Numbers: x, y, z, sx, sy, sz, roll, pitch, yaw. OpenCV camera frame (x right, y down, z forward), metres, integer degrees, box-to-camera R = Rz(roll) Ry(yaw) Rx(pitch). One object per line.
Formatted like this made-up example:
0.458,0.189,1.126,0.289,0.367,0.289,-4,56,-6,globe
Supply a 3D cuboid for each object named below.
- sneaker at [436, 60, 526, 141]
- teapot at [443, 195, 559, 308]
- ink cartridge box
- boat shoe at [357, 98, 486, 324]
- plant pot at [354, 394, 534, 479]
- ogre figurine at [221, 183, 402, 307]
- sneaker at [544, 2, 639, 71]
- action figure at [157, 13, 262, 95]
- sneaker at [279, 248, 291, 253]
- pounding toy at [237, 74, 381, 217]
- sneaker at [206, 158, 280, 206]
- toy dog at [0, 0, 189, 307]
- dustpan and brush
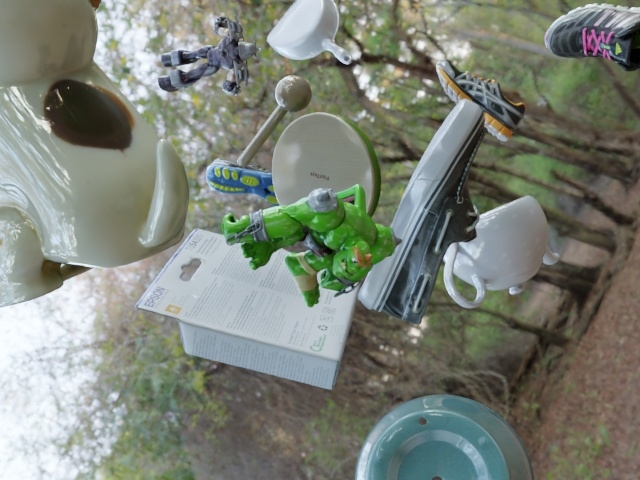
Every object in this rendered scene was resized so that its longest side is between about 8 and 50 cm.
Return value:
0.322,-0.296,1.669,0.083,0.215,0.084,-47,-10,5,sneaker
0.381,0.029,1.766,0.252,0.256,0.187,-4,-108,-81,teapot
-0.107,0.105,1.405,0.324,0.330,0.072,-67,-11,-65,ink cartridge box
0.171,-0.034,1.188,0.121,0.119,0.335,-58,-8,-70,boat shoe
0.169,0.337,1.147,0.255,0.271,0.272,61,-129,-70,plant pot
0.000,0.000,0.858,0.197,0.118,0.097,44,-148,-31,ogre figurine
0.348,-0.237,0.974,0.075,0.170,0.063,-59,-36,-44,sneaker
-0.252,-0.428,1.941,0.099,0.285,0.186,4,-98,-57,action figure
-0.153,0.088,1.778,0.108,0.292,0.169,132,141,-74,sneaker
0.015,-0.114,1.201,0.110,0.237,0.183,-16,-36,-50,pounding toy
-0.105,-0.108,1.441,0.078,0.188,0.067,-94,20,-56,sneaker
-0.349,-0.149,1.016,0.284,0.395,0.408,-25,-82,-32,toy dog
-0.003,-0.385,1.556,0.060,0.211,0.147,34,-79,-39,dustpan and brush
